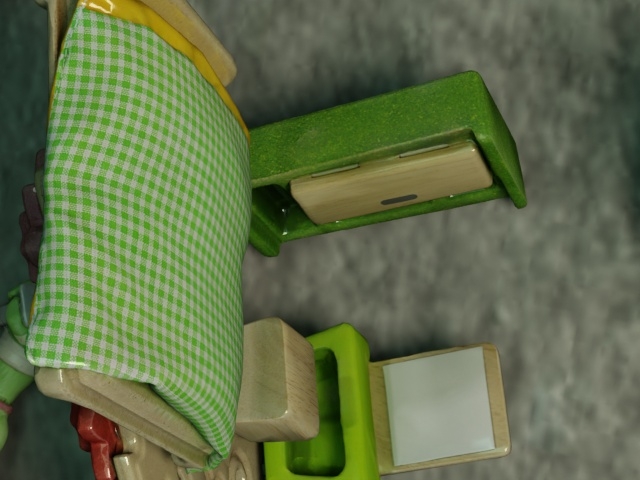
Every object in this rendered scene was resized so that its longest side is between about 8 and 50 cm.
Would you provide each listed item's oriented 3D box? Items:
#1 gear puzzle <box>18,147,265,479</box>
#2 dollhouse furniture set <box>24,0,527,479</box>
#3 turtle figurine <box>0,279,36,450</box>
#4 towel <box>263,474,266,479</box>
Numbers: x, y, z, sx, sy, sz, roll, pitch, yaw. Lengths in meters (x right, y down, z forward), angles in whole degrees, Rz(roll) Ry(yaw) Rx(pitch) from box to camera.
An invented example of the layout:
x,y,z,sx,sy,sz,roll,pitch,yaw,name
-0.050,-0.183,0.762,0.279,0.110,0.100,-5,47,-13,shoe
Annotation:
x,y,z,sx,sy,sz,roll,pitch,yaw,name
-0.076,0.106,0.772,0.044,0.175,0.339,-9,104,16,gear puzzle
0.000,0.000,0.725,0.151,0.301,0.198,-11,68,15,dollhouse furniture set
-0.244,0.053,0.859,0.266,0.275,0.198,34,63,15,turtle figurine
-0.061,0.282,0.873,0.308,0.076,0.228,-35,83,10,towel
